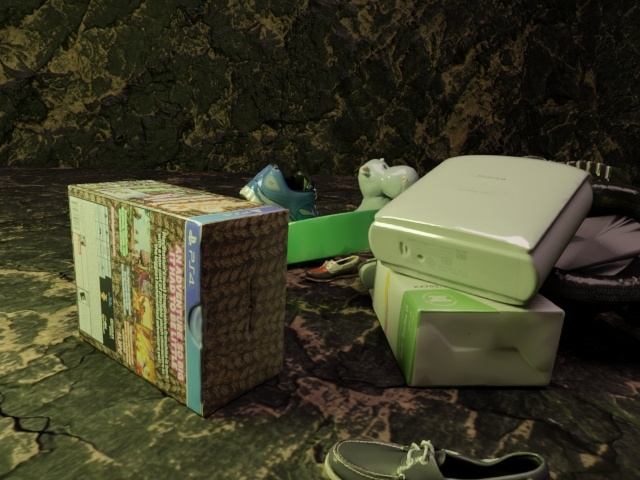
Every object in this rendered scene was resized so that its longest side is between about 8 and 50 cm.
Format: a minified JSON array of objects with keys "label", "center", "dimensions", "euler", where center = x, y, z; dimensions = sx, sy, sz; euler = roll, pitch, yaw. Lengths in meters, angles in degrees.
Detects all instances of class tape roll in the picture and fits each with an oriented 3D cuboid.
[{"label":"tape roll","center":[0.000,0.000,0.964],"dimensions":[0.320,0.077,0.321],"euler":[-10,-1,0]}]

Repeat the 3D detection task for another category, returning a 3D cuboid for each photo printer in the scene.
[{"label":"photo printer","center":[0.263,-0.044,0.718],"dimensions":[0.255,0.107,0.307],"euler":[16,38,39]}]

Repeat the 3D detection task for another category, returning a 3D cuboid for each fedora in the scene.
[{"label":"fedora","center":[0.469,0.032,0.808],"dimensions":[0.333,0.153,0.334],"euler":[-7,41,6]}]

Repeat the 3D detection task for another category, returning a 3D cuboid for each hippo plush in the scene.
[{"label":"hippo plush","center":[0.193,-0.124,1.370],"dimensions":[0.293,0.237,0.234],"euler":[12,17,28]}]

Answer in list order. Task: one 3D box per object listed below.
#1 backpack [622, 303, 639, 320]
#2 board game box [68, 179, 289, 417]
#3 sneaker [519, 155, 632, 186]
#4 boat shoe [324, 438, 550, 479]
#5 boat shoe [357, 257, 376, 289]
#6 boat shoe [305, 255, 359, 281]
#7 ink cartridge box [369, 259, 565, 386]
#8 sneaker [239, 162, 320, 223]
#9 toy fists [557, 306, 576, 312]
[{"label":"backpack","center":[0.667,0.077,0.911],"dimensions":[0.165,0.145,0.188],"euler":[4,14,5]},{"label":"board game box","center":[-0.200,0.053,0.627],"dimensions":[0.290,0.232,0.141],"euler":[15,19,34]},{"label":"sneaker","center":[0.611,-0.141,1.155],"dimensions":[0.281,0.107,0.162],"euler":[18,-1,13]},{"label":"boat shoe","center":[0.106,0.210,0.430],"dimensions":[0.205,0.065,0.075],"euler":[7,15,13]},{"label":"boat shoe","center":[0.189,0.061,0.986],"dimensions":[0.219,0.078,0.070],"euler":[1,16,-4]},{"label":"boat shoe","center":[0.028,0.062,1.012],"dimensions":[0.136,0.043,0.049],"euler":[-6,19,-27]},{"label":"ink cartridge box","center":[0.207,0.098,0.769],"dimensions":[0.206,0.119,0.353],"euler":[1,15,-5]},{"label":"sneaker","center":[-0.045,-0.085,1.164],"dimensions":[0.129,0.147,0.330],"euler":[42,5,41]},{"label":"toy fists","center":[0.462,0.070,0.992],"dimensions":[0.279,0.096,0.142],"euler":[17,33,38]}]
